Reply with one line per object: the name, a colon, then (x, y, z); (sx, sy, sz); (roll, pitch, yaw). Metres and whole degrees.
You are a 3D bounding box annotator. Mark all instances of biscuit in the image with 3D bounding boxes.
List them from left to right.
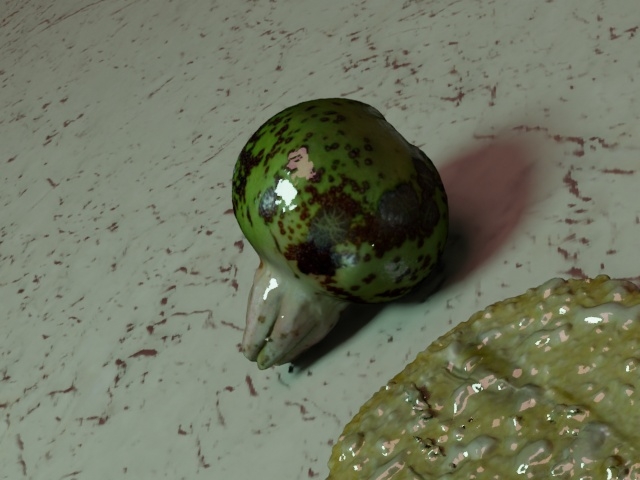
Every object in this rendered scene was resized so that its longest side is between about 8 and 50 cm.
biscuit: (0.090, 0.099, 0.821); (0.220, 0.033, 0.220); (-29, 30, 18)

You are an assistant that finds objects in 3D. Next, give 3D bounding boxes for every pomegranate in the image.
pomegranate: (0.010, -0.003, 1.009); (0.125, 0.163, 0.138); (-11, 29, -33)
